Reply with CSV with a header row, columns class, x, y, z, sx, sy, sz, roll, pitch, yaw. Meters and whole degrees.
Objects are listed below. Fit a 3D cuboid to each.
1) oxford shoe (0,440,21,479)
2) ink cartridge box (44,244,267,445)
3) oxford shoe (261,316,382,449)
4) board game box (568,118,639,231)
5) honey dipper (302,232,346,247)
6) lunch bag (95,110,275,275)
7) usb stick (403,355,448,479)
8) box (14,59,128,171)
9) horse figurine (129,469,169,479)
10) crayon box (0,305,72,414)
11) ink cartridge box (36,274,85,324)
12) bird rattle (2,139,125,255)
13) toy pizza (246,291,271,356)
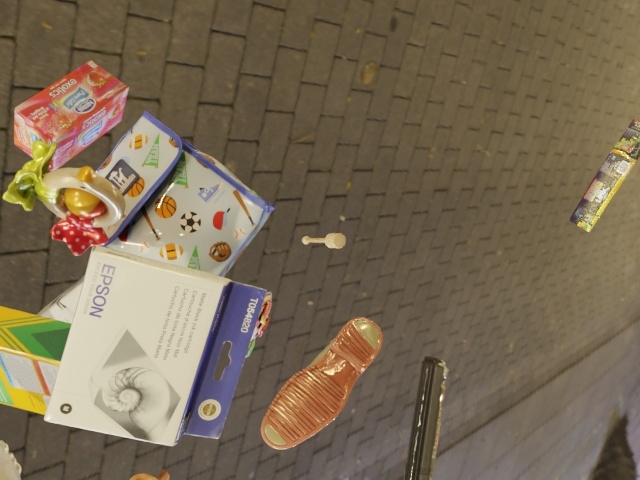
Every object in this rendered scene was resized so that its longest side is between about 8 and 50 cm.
class,x,y,z,sx,sy,sz,roll,pitch,yaw
oxford shoe,-0.751,0.520,1.496,0.130,0.169,0.449,-41,123,-56
ink cartridge box,-0.199,0.139,0.823,0.224,0.045,0.223,15,98,-17
oxford shoe,0.004,0.364,1.643,0.397,0.140,0.146,-41,171,-27
board game box,0.534,-0.119,1.220,0.141,0.048,0.170,-43,158,-41
honey dipper,0.000,0.000,1.377,0.030,0.160,0.030,0,90,-29
lunch bag,-0.357,-0.070,1.568,0.328,0.385,0.239,-52,179,0
usb stick,0.188,0.351,1.193,0.077,0.045,0.278,30,67,-52
box,-0.595,-0.302,1.595,0.257,0.122,0.128,-53,178,-40
horse figurine,-0.333,0.490,1.212,0.263,0.066,0.174,85,26,-60
crayon box,-0.501,0.214,1.150,0.203,0.323,0.083,98,7,-46
ink cartridge box,-0.555,0.204,1.638,0.211,0.289,0.121,49,28,-15
bird rattle,-0.484,-0.069,1.312,0.253,0.207,0.143,62,33,-41
toy pizza,-0.166,0.223,1.679,0.201,0.032,0.201,-61,172,-15
